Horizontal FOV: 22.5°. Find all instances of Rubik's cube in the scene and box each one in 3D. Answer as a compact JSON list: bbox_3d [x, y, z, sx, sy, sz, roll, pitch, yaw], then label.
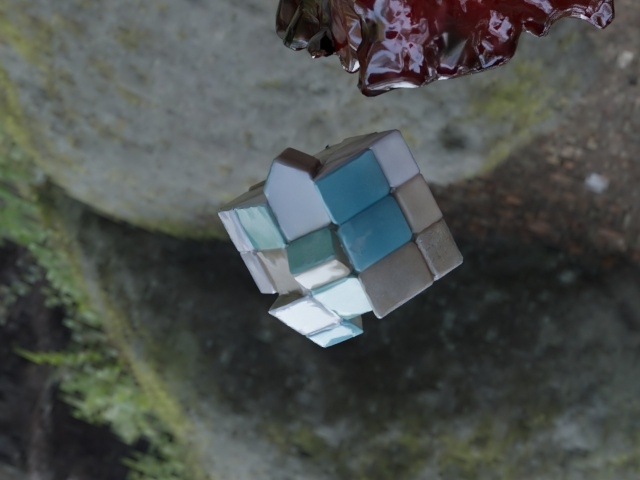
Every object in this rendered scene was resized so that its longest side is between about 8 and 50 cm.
[{"bbox_3d":[0.002,0.001,0.634,0.075,0.073,0.084,55,154,4],"label":"Rubik's cube"}]

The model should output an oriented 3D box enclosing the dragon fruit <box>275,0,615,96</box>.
[{"bbox_3d":[0.116,-0.208,0.564,0.329,0.228,0.286,-17,-169,-2],"label":"dragon fruit"}]
